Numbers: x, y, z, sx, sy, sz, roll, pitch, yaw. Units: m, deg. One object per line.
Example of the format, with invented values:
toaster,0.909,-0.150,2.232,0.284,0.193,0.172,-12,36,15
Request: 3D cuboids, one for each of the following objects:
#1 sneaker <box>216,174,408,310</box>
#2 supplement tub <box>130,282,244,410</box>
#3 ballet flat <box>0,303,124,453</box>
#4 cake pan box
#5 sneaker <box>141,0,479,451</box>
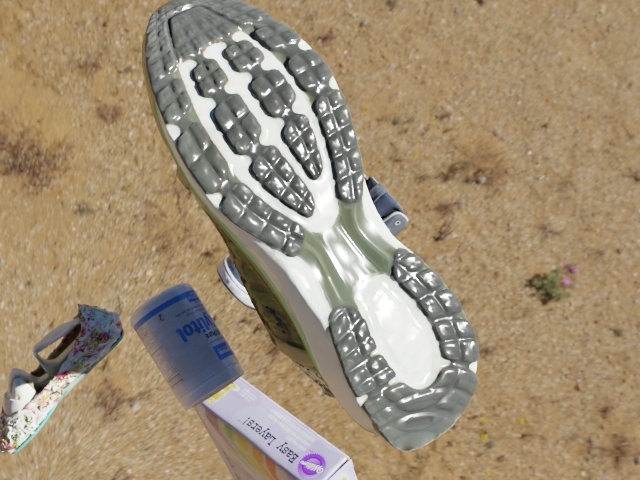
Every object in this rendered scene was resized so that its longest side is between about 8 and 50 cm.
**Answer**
sneaker,-0.001,-0.001,0.919,0.086,0.163,0.226,51,24,22
supplement tub,-0.130,0.102,0.825,0.071,0.071,0.107,-31,82,-24
ballet flat,-0.368,0.177,1.140,0.241,0.091,0.077,-48,123,-4
cake pan box,-0.041,0.308,1.105,0.070,0.267,0.245,-40,48,-23
sneaker,-0.041,-0.005,0.721,0.158,0.182,0.410,-32,96,-31
